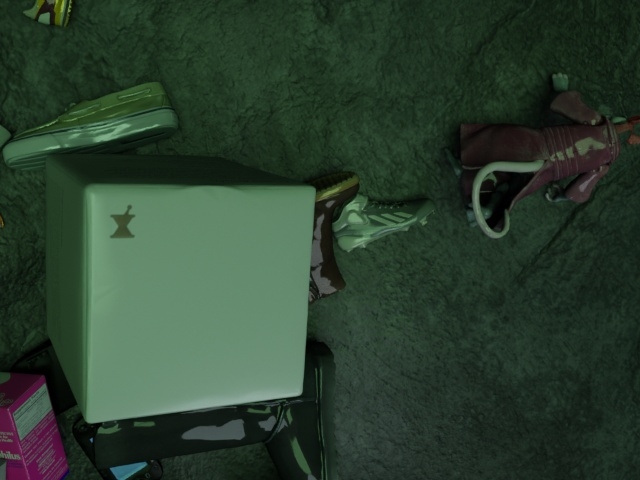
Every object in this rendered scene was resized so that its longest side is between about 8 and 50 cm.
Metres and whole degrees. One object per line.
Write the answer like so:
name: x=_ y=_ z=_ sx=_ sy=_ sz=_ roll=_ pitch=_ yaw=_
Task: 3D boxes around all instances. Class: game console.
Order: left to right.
game console: x=-0.417 y=0.335 z=1.423 sx=0.213 sy=0.044 sz=0.361 roll=-29 pitch=106 yaw=-3

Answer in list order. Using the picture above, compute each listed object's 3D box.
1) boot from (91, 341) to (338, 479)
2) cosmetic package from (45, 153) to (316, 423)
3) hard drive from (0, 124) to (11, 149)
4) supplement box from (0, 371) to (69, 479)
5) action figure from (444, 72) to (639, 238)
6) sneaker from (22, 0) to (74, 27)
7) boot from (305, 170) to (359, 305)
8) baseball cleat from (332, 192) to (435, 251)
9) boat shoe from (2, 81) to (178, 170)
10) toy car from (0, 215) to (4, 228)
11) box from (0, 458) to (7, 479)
boot: x=-0.199 y=0.382 z=1.392 sx=0.445 sy=0.146 sz=0.367 roll=-2 pitch=90 yaw=-21
cosmetic package: x=-0.244 y=0.043 z=1.176 sx=0.329 sy=0.394 sz=0.327 roll=-1 pitch=102 yaw=-27
hard drive: x=-0.667 y=-0.138 z=1.133 sx=0.233 sy=0.353 sz=0.047 roll=37 pitch=125 yaw=-16
supplement box: x=-0.550 y=0.359 z=1.335 sx=0.111 sy=0.114 sz=0.220 roll=0 pitch=111 yaw=15
action figure: x=0.427 y=-0.174 z=1.371 sx=0.370 sy=0.276 sz=0.248 roll=-17 pitch=98 yaw=7
sneaker: x=-0.448 y=-0.456 z=1.238 sx=0.084 sy=0.069 sz=0.185 roll=10 pitch=99 yaw=-18
boot: x=0.000 y=0.000 z=1.401 sx=0.248 sy=0.090 sz=0.207 roll=-27 pitch=112 yaw=12
baseball cleat: x=0.118 y=-0.056 z=1.427 sx=0.206 sy=0.072 sz=0.109 roll=-26 pitch=105 yaw=-5
boat shoe: x=-0.403 y=-0.198 z=1.298 sx=0.302 sy=0.109 sz=0.094 roll=-16 pitch=79 yaw=-11
toy car: x=-0.598 y=0.009 z=1.322 sx=0.060 sy=0.040 sz=0.122 roll=-2 pitch=102 yaw=-10
box: x=-0.625 y=0.459 z=1.294 sx=0.145 sy=0.038 sz=0.186 roll=10 pitch=104 yaw=10
